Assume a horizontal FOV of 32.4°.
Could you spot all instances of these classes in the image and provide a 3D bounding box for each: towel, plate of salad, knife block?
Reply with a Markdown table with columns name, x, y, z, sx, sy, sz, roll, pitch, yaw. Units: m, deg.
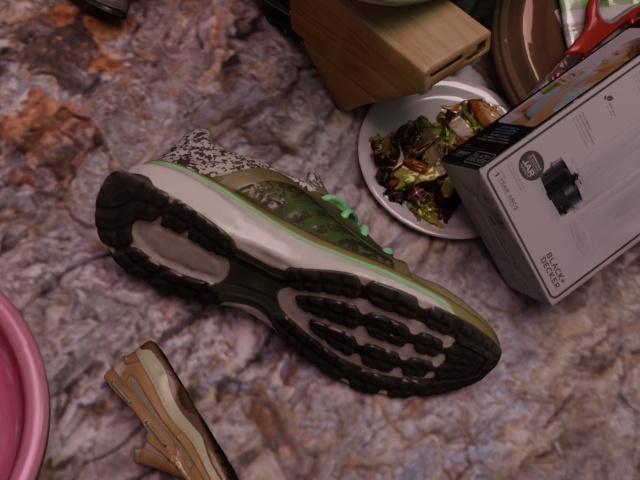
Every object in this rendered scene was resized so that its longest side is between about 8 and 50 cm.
| name | x | y | z | sx | sy | sz | roll | pitch | yaw |
| --- | --- | --- | --- | --- | --- | --- | --- | --- | --- |
| towel | 0.320 | -0.209 | 1.183 | 0.113 | 0.023 | 0.152 | -11 | 86 | -15 |
| plate of salad | 0.140 | -0.096 | 1.175 | 0.200 | 0.048 | 0.199 | 3 | 66 | -8 |
| knife block | 0.026 | -0.262 | 1.133 | 0.088 | 0.276 | 0.242 | -34 | 105 | -20 |

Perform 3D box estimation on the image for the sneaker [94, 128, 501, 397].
| name | x | y | z | sx | sy | sz | roll | pitch | yaw |
| --- | --- | --- | --- | --- | --- | --- | --- | --- | --- |
| sneaker | 0.000 | 0.000 | 1.071 | 0.410 | 0.158 | 0.182 | 28 | 47 | -1 |

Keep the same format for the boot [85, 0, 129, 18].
| name | x | y | z | sx | sy | sz | roll | pitch | yaw |
| --- | --- | --- | --- | --- | --- | --- | --- | --- | --- |
| boot | -0.270 | -0.362 | 1.189 | 0.246 | 0.083 | 0.161 | 42 | 103 | 15 |

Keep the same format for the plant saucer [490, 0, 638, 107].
| name | x | y | z | sx | sy | sz | roll | pitch | yaw |
| --- | --- | --- | --- | --- | --- | --- | --- | --- | --- |
| plant saucer | 0.324 | -0.223 | 1.218 | 0.278 | 0.041 | 0.277 | 1 | 84 | -12 |

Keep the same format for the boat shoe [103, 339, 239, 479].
| name | x | y | z | sx | sy | sz | roll | pitch | yaw |
| --- | --- | --- | --- | --- | --- | --- | --- | --- | --- |
| boat shoe | -0.136 | 0.186 | 1.005 | 0.072 | 0.068 | 0.190 | -32 | 64 | -7 |

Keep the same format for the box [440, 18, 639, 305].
| name | x | y | z | sx | sy | sz | roll | pitch | yaw |
| --- | --- | --- | --- | --- | --- | --- | --- | --- | --- |
| box | 0.286 | -0.088 | 1.107 | 0.290 | 0.087 | 0.169 | -36 | 110 | -10 |

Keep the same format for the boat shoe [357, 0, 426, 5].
| name | x | y | z | sx | sy | sz | roll | pitch | yaw |
| --- | --- | --- | --- | --- | --- | --- | --- | --- | --- |
| boat shoe | 0.105 | -0.346 | 1.060 | 0.156 | 0.186 | 0.500 | 32 | 38 | 32 |

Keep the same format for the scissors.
| name | x | y | z | sx | sy | sz | roll | pitch | yaw |
| --- | --- | --- | --- | --- | --- | --- | --- | --- | --- |
| scissors | 0.256 | -0.188 | 1.151 | 0.297 | 0.021 | 0.109 | -28 | 91 | -13 |

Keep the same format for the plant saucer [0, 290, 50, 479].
| name | x | y | z | sx | sy | sz | roll | pitch | yaw |
| --- | --- | --- | --- | --- | --- | --- | --- | --- | --- |
| plant saucer | -0.403 | 0.164 | 0.957 | 0.332 | 0.084 | 0.332 | 3 | 65 | -7 |
